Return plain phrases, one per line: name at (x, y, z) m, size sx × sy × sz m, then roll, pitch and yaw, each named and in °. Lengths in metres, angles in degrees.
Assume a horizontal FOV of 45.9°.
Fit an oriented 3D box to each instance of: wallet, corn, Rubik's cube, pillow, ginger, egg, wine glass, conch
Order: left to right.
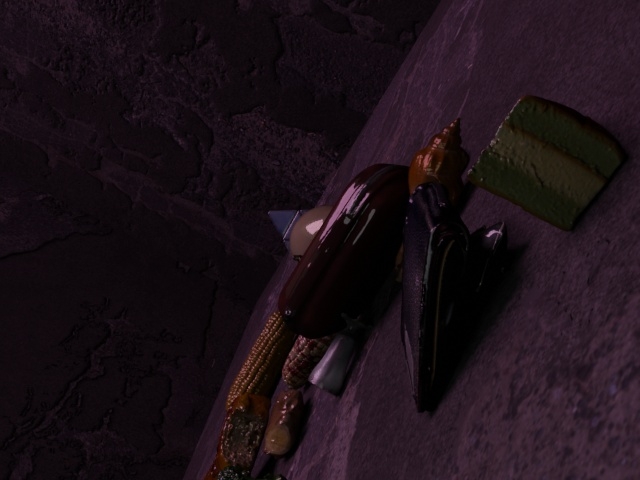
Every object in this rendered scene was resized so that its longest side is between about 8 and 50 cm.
corn at (-0.172, 0.377, 2.271) m, size 0.363 × 0.121 × 0.120 m, roll -64°, pitch 7°, yaw -20°
ginger at (-0.075, 0.389, 1.671) m, size 0.137 × 0.074 × 0.213 m, roll -60°, pitch 1°, yaw 17°
corn at (-0.022, 0.254, 1.755) m, size 0.253 × 0.086 × 0.086 m, roll -58°, pitch 7°, yaw 35°
Rubik's cube at (-0.001, -0.002, 2.402) m, size 0.229 × 0.228 × 0.233 m, roll -25°, pitch 34°, yaw -24°
egg at (0.018, -0.002, 2.056) m, size 0.188 × 0.189 × 0.254 m, roll -64°, pitch 14°, yaw -23°
wine glass at (0.039, 0.223, 1.485) m, size 0.155 × 0.072 × 0.072 m, roll -63°, pitch 7°, yaw -10°
conch at (0.200, -0.066, 1.369) m, size 0.093 × 0.109 × 0.330 m, roll -21°, pitch -49°, yaw -47°
wallet at (0.150, 0.069, 1.025) m, size 0.221 × 0.072 × 0.262 m, roll -92°, pitch 8°, yaw -72°
pillow at (0.212, 0.021, 1.008) m, size 0.136 × 0.055 × 0.091 m, roll -149°, pitch 55°, yaw -87°

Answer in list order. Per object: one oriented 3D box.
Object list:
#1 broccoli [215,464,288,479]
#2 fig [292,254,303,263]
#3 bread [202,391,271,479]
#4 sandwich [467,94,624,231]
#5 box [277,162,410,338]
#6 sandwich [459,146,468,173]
broccoli at (-0.122, 0.469, 1.321) m, size 0.156 × 0.195 × 0.195 m, roll -42°, pitch 6°, yaw -2°
fig at (0.012, 0.086, 1.812) m, size 0.117 × 0.177 × 0.117 m, roll -41°, pitch 22°, yaw 21°
bread at (-0.211, 0.532, 1.733) m, size 0.185 × 0.109 × 0.380 m, roll -70°, pitch 1°, yaw -67°
sandwich at (0.253, -0.113, 0.891) m, size 0.117 × 0.144 × 0.187 m, roll -57°, pitch 8°, yaw 22°
box at (0.070, 0.022, 1.514) m, size 0.263 × 0.108 × 0.403 m, roll -2°, pitch -51°, yaw -59°
sandwich at (0.252, -0.143, 1.489) m, size 0.093 × 0.036 × 0.105 m, roll -59°, pitch 8°, yaw 14°
